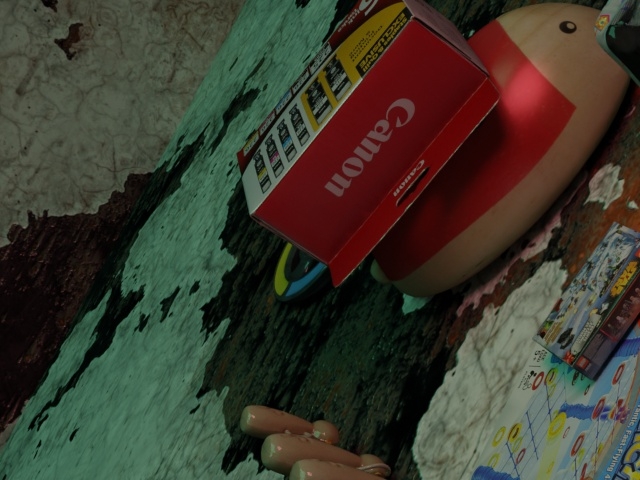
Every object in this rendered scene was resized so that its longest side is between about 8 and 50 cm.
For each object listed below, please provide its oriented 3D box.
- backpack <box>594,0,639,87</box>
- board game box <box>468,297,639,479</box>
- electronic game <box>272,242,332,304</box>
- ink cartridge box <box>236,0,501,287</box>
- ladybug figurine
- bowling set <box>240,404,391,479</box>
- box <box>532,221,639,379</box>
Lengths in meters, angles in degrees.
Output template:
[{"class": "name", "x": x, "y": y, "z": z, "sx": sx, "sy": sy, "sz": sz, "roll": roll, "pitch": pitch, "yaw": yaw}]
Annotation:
[{"class": "backpack", "x": 0.395, "y": -0.239, "z": 1.495, "sx": 0.188, "sy": 0.166, "sz": 0.144, "roll": -55, "pitch": 29, "yaw": -6}, {"class": "board game box", "x": 0.259, "y": 0.196, "z": 1.234, "sx": 0.308, "sy": 0.086, "sz": 0.302, "roll": -61, "pitch": 20, "yaw": -16}, {"class": "electronic game", "x": 0.000, "y": 0.000, "z": 2.217, "sx": 0.229, "sy": 0.048, "sz": 0.229, "roll": -47, "pitch": 21, "yaw": 24}, {"class": "ink cartridge box", "x": 0.049, "y": -0.138, "z": 1.713, "sx": 0.309, "sy": 0.130, "sz": 0.272, "roll": -51, "pitch": 22, "yaw": 15}, {"class": "ladybug figurine", "x": 0.198, "y": -0.122, "z": 1.777, "sx": 0.449, "sy": 0.162, "sz": 0.305, "roll": -51, "pitch": 20, "yaw": 14}, {"class": "bowling set", "x": -0.012, "y": 0.319, "z": 1.645, "sx": 0.287, "sy": 0.154, "sz": 0.200, "roll": -142, "pitch": 69, "yaw": -69}, {"class": "box", "x": 0.258, "y": 0.053, "z": 1.294, "sx": 0.137, "sy": 0.027, "sz": 0.094, "roll": -55, "pitch": 18, "yaw": 2}]
